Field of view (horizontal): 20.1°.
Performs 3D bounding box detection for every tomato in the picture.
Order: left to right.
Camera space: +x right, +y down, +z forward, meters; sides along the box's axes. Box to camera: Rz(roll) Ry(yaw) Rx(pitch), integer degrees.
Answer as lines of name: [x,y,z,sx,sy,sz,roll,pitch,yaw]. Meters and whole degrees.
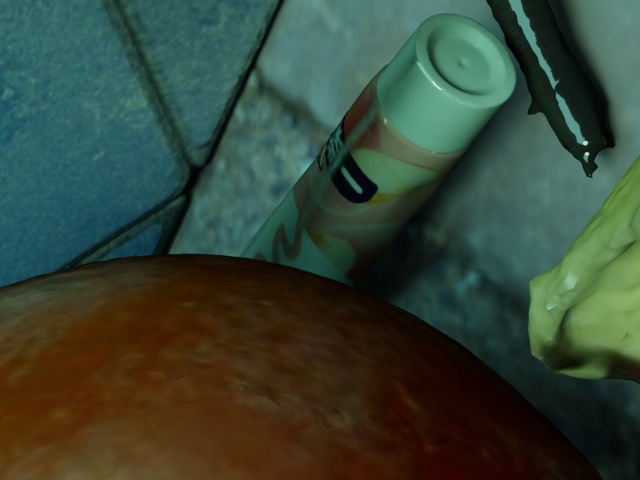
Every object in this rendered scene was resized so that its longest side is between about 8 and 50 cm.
tomato: [-0.029,0.130,0.466,0.265,0.265,0.265,-5,83,48]

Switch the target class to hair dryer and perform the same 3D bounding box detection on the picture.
hair dryer: [0.052,-0.198,0.526,0.303,0.120,0.359,-25,80,49]

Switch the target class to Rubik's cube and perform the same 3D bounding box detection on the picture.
Rubik's cube: [-0.171,-0.081,0.677,0.207,0.205,0.205,45,119,39]

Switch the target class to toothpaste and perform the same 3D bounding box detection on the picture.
toothpaste: [0.000,0.000,0.593,0.205,0.036,0.056,-52,47,49]

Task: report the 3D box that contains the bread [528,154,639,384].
bread: [0.149,-0.058,0.313,0.266,0.178,0.142,120,142,-47]
